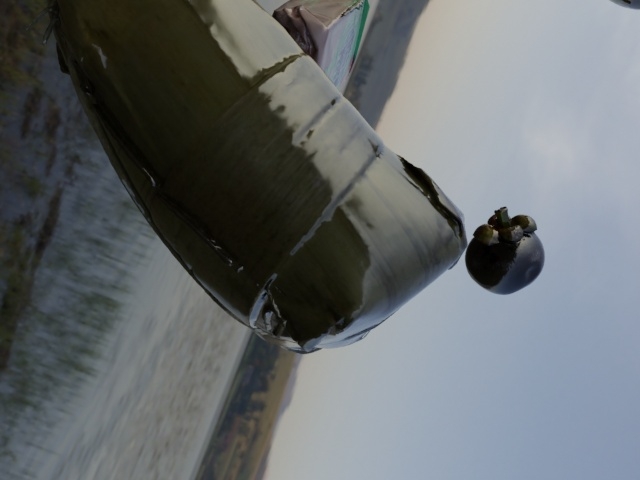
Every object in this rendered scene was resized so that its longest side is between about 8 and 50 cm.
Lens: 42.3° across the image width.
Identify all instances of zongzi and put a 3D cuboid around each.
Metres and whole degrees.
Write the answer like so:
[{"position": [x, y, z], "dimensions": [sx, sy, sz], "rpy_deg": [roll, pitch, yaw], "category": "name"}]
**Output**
[{"position": [-0.133, -0.081, 0.878], "dimensions": [0.218, 0.500, 0.467], "rpy_deg": [-40, 179, -24], "category": "zongzi"}]

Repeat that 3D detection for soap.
[{"position": [-0.015, -0.269, 1.206], "dimensions": [0.273, 0.098, 0.218], "rpy_deg": [-59, 169, -60], "category": "soap"}]

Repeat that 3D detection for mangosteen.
[{"position": [0.311, 0.012, 1.397], "dimensions": [0.137, 0.137, 0.151], "rpy_deg": [-72, 158, -62], "category": "mangosteen"}]

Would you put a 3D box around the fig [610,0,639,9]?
[{"position": [0.397, -0.349, 1.043], "dimensions": [0.186, 0.147, 0.142], "rpy_deg": [69, 30, -72], "category": "fig"}]
